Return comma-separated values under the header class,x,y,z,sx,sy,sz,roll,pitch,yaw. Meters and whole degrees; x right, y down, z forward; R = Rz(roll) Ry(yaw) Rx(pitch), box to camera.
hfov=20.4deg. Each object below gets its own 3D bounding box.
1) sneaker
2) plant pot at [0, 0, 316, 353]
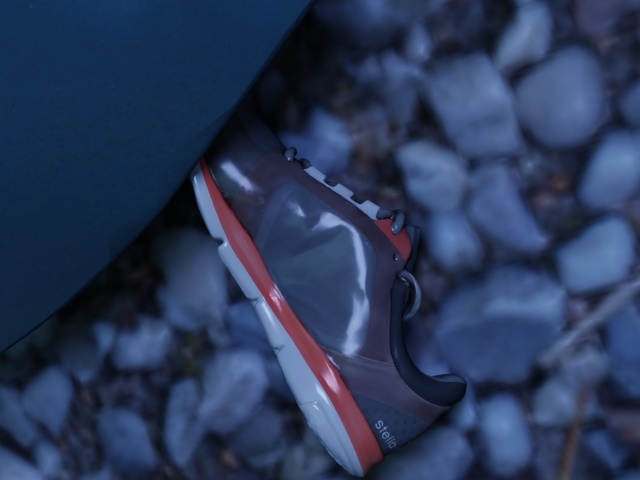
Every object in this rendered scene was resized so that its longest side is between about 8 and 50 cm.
class,x,y,z,sx,sy,sz,roll,pitch,yaw
sneaker,0.000,0.000,0.617,0.065,0.061,0.158,-27,88,0
plant pot,-0.143,-0.063,0.586,0.234,0.165,0.165,-55,50,37
